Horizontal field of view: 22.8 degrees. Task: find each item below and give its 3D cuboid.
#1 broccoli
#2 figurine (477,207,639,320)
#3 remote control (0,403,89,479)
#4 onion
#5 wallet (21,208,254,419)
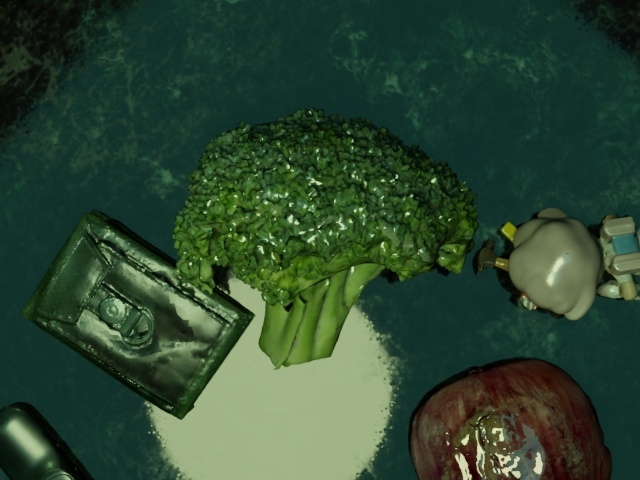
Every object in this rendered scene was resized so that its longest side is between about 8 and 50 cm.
[{"bbox_3d":[-0.003,-0.023,1.830,0.375,0.302,0.249,-8,64,-27],"label":"broccoli"},{"bbox_3d":[0.306,0.024,1.874,0.229,0.112,0.137,-7,83,-10],"label":"figurine"},{"bbox_3d":[-0.318,0.292,1.894,0.072,0.042,0.222,-41,89,0],"label":"remote control"},{"bbox_3d":[0.239,0.282,1.856,0.227,0.120,0.284,-26,88,4],"label":"onion"},{"bbox_3d":[-0.220,0.089,1.900,0.236,0.055,0.160,34,95,1],"label":"wallet"}]
